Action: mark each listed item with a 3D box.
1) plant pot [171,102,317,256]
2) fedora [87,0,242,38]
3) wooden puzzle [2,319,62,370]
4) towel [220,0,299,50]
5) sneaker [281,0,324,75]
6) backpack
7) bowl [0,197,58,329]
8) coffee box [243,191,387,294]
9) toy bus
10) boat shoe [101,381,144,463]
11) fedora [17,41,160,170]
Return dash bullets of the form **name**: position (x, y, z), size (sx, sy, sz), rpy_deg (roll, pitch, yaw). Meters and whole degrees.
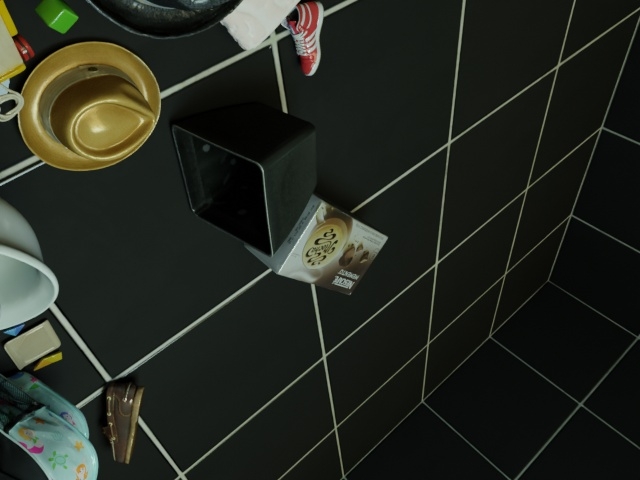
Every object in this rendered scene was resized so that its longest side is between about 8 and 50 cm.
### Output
- **plant pot**: position (-0.105, -0.120, 0.911), size (0.167, 0.188, 0.188), rpy_deg (-44, 148, -35)
- **fedora**: position (-0.115, -0.363, 0.584), size (0.334, 0.152, 0.334), rpy_deg (-30, 140, -29)
- **wooden puzzle**: position (-0.462, 0.167, 0.889), size (0.078, 0.014, 0.116), rpy_deg (-31, 142, -36)
- **towel**: position (-0.081, -0.469, 0.710), size (0.317, 0.053, 0.332), rpy_deg (-51, 146, -3)
- **sneaker**: position (-0.032, -0.330, 0.909), size (0.067, 0.042, 0.119), rpy_deg (-23, 130, -42)
- **backpack**: position (-0.465, 0.339, 0.832), size (0.225, 0.253, 0.191), rpy_deg (-63, 168, 15)
- **bowl**: position (-0.446, 0.004, 0.595), size (0.297, 0.134, 0.298), rpy_deg (-11, 156, -5)
- **coffee box**: position (0.000, 0.000, 1.189), size (0.168, 0.119, 0.297), rpy_deg (-57, 146, 6)
- **toy bus**: position (-0.369, -0.228, 0.545), size (0.202, 0.104, 0.191), rpy_deg (-44, 172, 23)
- **boat shoe**: position (-0.400, 0.363, 1.107), size (0.073, 0.073, 0.207), rpy_deg (10, 116, -12)
- **fedora**: position (-0.287, -0.162, 0.729), size (0.194, 0.079, 0.194), rpy_deg (-32, 142, -29)
